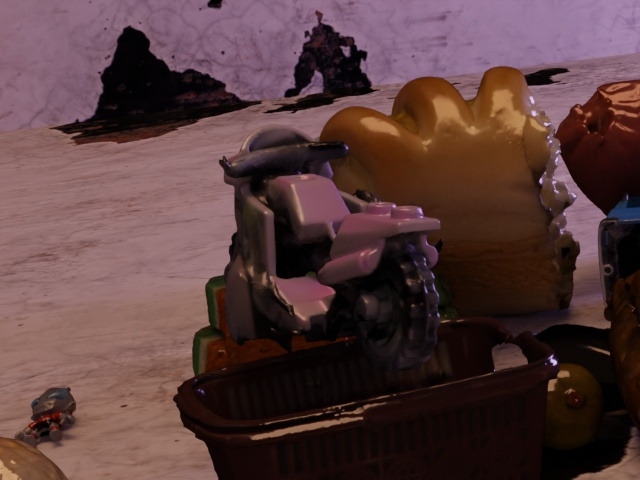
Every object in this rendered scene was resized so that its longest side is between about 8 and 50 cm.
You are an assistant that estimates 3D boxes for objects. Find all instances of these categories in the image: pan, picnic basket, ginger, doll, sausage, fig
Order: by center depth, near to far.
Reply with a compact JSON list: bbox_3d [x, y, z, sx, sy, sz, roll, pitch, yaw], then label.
[{"bbox_3d":[0.038,0.161,1.503,0.297,0.129,0.222,-11,12,-14],"label":"picnic basket"},{"bbox_3d":[0.205,0.146,1.599,0.074,0.074,0.088,-12,-16,-16],"label":"fig"},{"bbox_3d":[0.313,0.096,1.603,0.133,0.107,0.309,-4,26,10],"label":"ginger"},{"bbox_3d":[0.292,0.123,1.708,0.212,0.040,0.115,12,26,21],"label":"pan"},{"bbox_3d":[-0.267,0.170,1.840,0.057,0.039,0.114,-48,12,19],"label":"doll"},{"bbox_3d":[0.372,-0.080,2.088,0.152,0.152,0.280,4,-22,40],"label":"sausage"}]

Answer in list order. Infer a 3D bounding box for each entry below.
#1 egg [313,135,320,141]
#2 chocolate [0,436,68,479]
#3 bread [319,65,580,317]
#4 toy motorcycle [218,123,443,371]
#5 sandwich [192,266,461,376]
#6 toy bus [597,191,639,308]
[{"bbox_3d":[0.068,-0.046,2.230,0.264,0.183,0.183,-4,12,-19],"label":"egg"},{"bbox_3d":[-0.294,0.208,1.494,0.134,0.134,0.309,-17,18,-33],"label":"chocolate"},{"bbox_3d":[0.139,-0.057,1.965,0.270,0.315,0.211,-3,56,14],"label":"bread"},{"bbox_3d":[0.000,0.000,1.527,0.143,0.188,0.327,-7,7,-27],"label":"toy motorcycle"},{"bbox_3d":[-0.008,0.092,1.857,0.292,0.109,0.212,-1,15,27],"label":"sandwich"},{"bbox_3d":[0.415,0.010,1.944,0.234,0.116,0.133,-3,16,16],"label":"toy bus"}]
